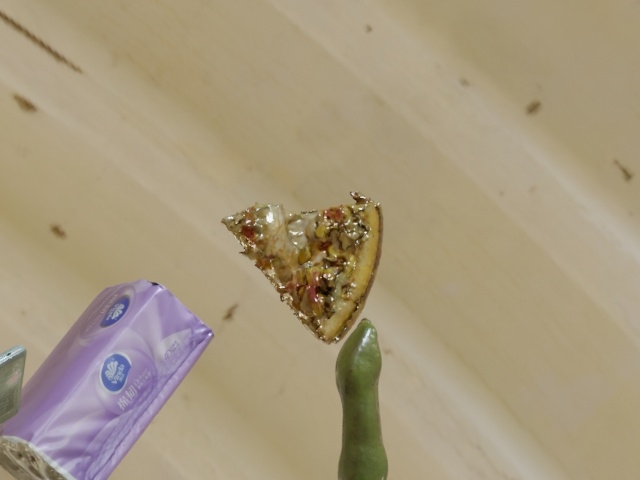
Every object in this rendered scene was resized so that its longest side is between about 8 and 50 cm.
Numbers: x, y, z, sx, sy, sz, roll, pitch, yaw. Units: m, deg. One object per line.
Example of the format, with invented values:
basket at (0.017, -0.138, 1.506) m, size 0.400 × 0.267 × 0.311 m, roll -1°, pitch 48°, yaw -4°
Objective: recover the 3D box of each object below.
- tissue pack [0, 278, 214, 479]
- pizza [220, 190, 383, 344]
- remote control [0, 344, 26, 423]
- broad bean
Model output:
tissue pack at (-0.354, 0.233, 2.030) m, size 0.338 × 0.160 × 0.242 m, roll -53°, pitch 19°, yaw -28°
pizza at (0.000, 0.000, 2.200) m, size 0.251 × 0.288 × 0.074 m, roll -48°, pitch 17°, yaw -25°
remote control at (-0.367, 0.172, 1.514) m, size 0.053 × 0.018 × 0.124 m, roll -31°, pitch -28°, yaw -39°
broad bean at (0.039, 0.201, 1.261) m, size 0.052 × 0.256 × 0.053 m, roll -2°, pitch -8°, yaw 7°
